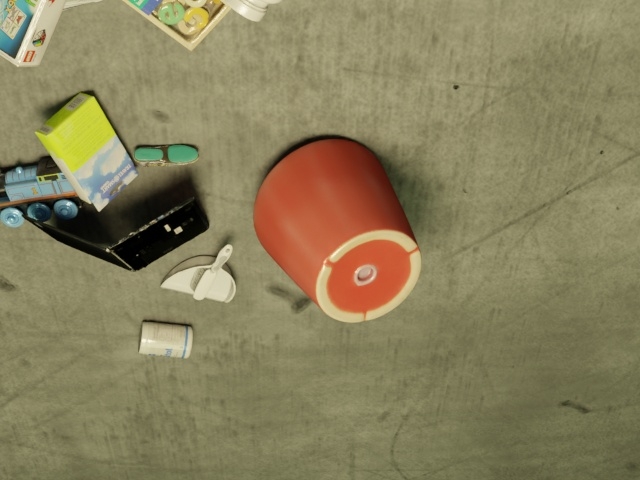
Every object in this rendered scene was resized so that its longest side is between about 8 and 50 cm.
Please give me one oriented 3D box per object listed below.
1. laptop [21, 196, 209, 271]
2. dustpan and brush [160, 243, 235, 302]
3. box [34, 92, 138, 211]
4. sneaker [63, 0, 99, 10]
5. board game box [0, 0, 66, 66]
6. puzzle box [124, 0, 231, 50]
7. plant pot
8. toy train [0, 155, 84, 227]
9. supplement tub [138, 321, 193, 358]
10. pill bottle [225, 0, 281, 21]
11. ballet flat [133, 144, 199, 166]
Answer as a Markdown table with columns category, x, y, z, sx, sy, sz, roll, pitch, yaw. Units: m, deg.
| category | x | y | z | sx | sy | sz | roll | pitch | yaw |
| --- | --- | --- | --- | --- | --- | --- | --- | --- | --- |
| laptop | -0.356 | -0.033 | 1.649 | 0.264 | 0.136 | 0.234 | -31 | 171 | -6 |
| dustpan and brush | -0.219 | 0.062 | 1.813 | 0.147 | 0.060 | 0.211 | 15 | 130 | -21 |
| box | -0.392 | -0.149 | 1.555 | 0.109 | 0.042 | 0.178 | -48 | 139 | -24 |
| sneaker | -0.390 | -0.381 | 1.339 | 0.258 | 0.091 | 0.094 | -25 | 120 | -12 |
| board game box | -0.399 | -0.409 | 1.201 | 0.193 | 0.053 | 0.305 | 34 | 109 | 11 |
| puzzle box | -0.151 | -0.487 | 1.249 | 0.272 | 0.052 | 0.409 | 33 | 114 | -34 |
| plant pot | 0.040 | -0.004 | 1.613 | 0.275 | 0.243 | 0.274 | -12 | 128 | -16 |
| toy train | -0.502 | -0.089 | 1.618 | 0.184 | 0.080 | 0.105 | -8 | 126 | 3 |
| supplement tub | -0.328 | 0.211 | 1.938 | 0.107 | 0.071 | 0.071 | 7 | 133 | -15 |
| pill bottle | -0.067 | -0.386 | 1.263 | 0.087 | 0.087 | 0.160 | 25 | 119 | -28 |
| ballet flat | -0.273 | -0.148 | 1.621 | 0.114 | 0.041 | 0.041 | -1 | 134 | -7 |
